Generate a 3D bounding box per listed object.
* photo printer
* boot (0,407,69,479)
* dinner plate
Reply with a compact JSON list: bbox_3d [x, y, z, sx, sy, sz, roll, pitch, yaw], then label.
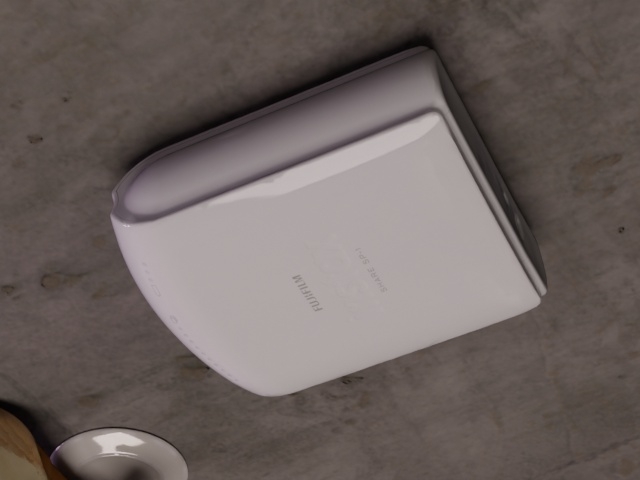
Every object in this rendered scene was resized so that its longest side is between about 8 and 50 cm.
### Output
[{"bbox_3d":[0.000,0.000,1.218,0.308,0.107,0.256,-20,131,15],"label":"photo printer"},{"bbox_3d":[-0.308,0.272,1.474,0.295,0.104,0.211,32,145,-9],"label":"boot"},{"bbox_3d":[-0.204,0.238,1.498,0.141,0.017,0.141,-1,135,-1],"label":"dinner plate"}]
